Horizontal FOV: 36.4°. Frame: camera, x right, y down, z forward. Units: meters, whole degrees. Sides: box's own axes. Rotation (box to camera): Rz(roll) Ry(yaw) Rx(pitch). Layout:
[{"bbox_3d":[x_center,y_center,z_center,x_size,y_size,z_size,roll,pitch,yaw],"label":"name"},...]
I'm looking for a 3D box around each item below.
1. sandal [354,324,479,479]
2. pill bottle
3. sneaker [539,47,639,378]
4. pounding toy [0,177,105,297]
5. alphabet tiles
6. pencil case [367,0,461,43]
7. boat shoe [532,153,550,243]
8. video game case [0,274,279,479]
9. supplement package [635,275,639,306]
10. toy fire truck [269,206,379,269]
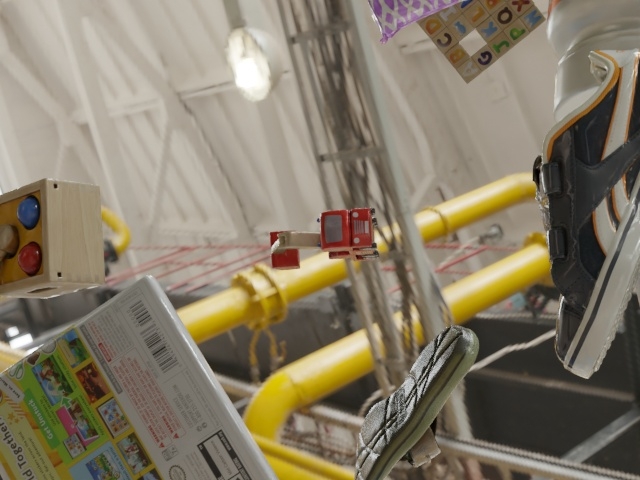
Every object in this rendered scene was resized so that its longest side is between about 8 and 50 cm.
[{"bbox_3d":[0.124,0.236,1.230,0.086,0.120,0.302,26,-57,-13],"label":"sandal"},{"bbox_3d":[0.388,-0.319,1.152,0.224,0.224,0.392,-20,-124,58],"label":"pill bottle"},{"bbox_3d":[0.267,-0.033,0.944,0.127,0.126,0.321,20,-95,19],"label":"sneaker"},{"bbox_3d":[-0.318,0.012,1.052,0.141,0.100,0.130,-13,-103,38],"label":"pounding toy"},{"bbox_3d":[0.293,-0.457,1.902,0.237,0.198,0.009,47,15,-17],"label":"alphabet tiles"},{"bbox_3d":[0.185,-0.425,1.704,0.086,0.206,0.088,4,63,-77],"label":"pencil case"},{"bbox_3d":[0.448,-0.103,1.730,0.132,0.355,0.130,-17,-70,17],"label":"boat shoe"},{"bbox_3d":[-0.176,0.179,0.852,0.227,0.206,0.026,57,3,11],"label":"video game case"},{"bbox_3d":[0.564,0.002,1.234,0.177,0.293,0.175,176,-101,-73],"label":"supplement package"},{"bbox_3d":[0.000,0.000,1.138,0.192,0.135,0.047,55,32,-81],"label":"toy fire truck"}]
